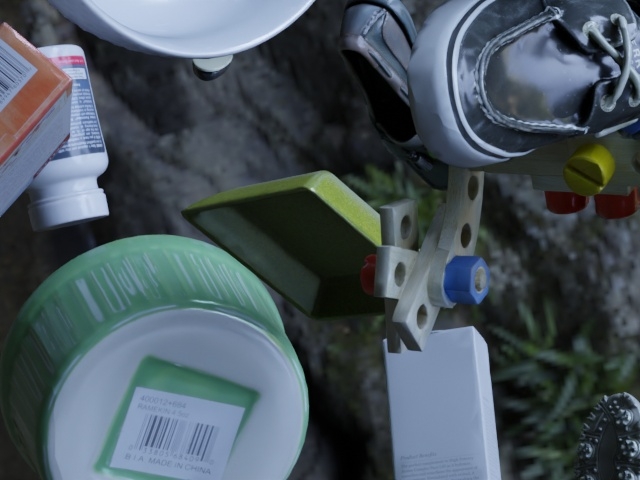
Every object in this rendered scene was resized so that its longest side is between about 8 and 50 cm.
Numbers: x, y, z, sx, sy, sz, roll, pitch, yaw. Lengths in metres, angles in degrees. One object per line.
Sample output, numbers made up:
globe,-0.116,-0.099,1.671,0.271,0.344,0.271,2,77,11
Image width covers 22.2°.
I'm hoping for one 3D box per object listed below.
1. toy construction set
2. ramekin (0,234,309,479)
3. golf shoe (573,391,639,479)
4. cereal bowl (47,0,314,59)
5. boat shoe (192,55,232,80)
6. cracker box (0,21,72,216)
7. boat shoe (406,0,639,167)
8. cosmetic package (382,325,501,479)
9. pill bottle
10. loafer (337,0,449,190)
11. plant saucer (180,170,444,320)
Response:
toy construction set,0.182,-0.024,1.060,0.151,0.328,0.215,-64,145,-57
ramekin,-0.158,0.159,1.617,0.303,0.303,0.148,61,-7,-27
golf shoe,0.267,0.220,1.398,0.086,0.069,0.176,10,78,-46
cereal bowl,-0.129,-0.312,1.280,0.339,0.141,0.339,-10,104,-41
boat shoe,-0.134,-0.217,2.004,0.133,0.049,0.042,-93,-169,-69
cracker box,-0.257,-0.059,1.198,0.067,0.155,0.232,40,-12,-2
boat shoe,0.120,-0.086,0.755,0.219,0.070,0.077,-22,104,-50
cosmetic package,0.145,0.226,1.907,0.085,0.117,0.231,45,39,-65
pill bottle,-0.280,-0.105,1.694,0.108,0.108,0.180,-12,88,-63
loafer,0.080,-0.141,1.729,0.267,0.096,0.084,60,44,-38
plant saucer,0.000,0.000,1.462,0.188,0.188,0.045,40,61,-29
